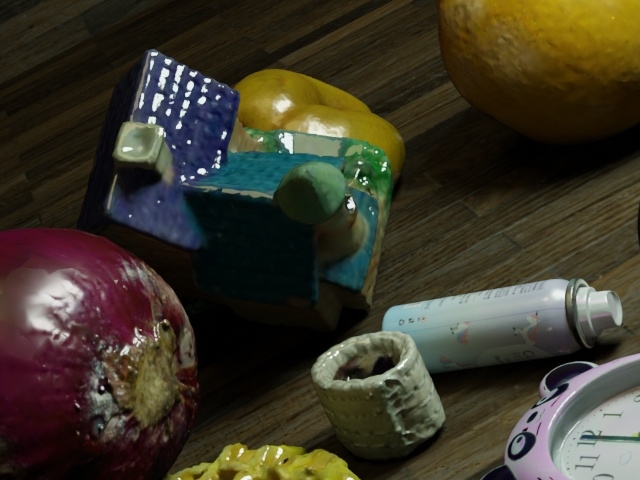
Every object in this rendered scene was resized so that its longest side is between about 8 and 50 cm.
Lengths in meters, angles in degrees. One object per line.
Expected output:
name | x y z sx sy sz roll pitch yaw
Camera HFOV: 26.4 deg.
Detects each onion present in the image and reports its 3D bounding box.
onion | -0.284 0.117 1.288 0.282 0.260 0.336 -2 40 36

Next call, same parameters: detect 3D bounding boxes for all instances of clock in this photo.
clock | 0.257 0.166 1.054 0.248 0.090 0.227 -6 31 41

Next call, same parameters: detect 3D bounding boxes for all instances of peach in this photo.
peach | -0.007 -0.128 1.758 0.251 0.153 0.251 15 27 -8

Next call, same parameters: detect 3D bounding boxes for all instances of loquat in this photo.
loquat | 0.297 -0.271 1.623 0.329 0.328 0.328 -21 25 10

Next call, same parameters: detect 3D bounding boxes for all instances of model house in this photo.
model house | -0.097 -0.060 1.472 0.312 0.280 0.245 7 69 19

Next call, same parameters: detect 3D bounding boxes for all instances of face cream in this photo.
face cream | 0.175 0.082 1.313 0.229 0.075 0.075 -12 28 30

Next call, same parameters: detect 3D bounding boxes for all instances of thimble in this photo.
thimble | 0.054 0.146 1.288 0.102 0.090 0.115 -30 23 -18

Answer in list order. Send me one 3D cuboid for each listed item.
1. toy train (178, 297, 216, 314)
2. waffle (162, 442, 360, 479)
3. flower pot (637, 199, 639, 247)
toy train | -0.194 0.004 1.765 0.190 0.126 0.307 -16 27 22
waffle | -0.107 0.287 1.189 0.325 0.068 0.302 -27 24 1
flower pot | 0.381 -0.031 1.268 0.107 0.157 0.157 16 46 39
